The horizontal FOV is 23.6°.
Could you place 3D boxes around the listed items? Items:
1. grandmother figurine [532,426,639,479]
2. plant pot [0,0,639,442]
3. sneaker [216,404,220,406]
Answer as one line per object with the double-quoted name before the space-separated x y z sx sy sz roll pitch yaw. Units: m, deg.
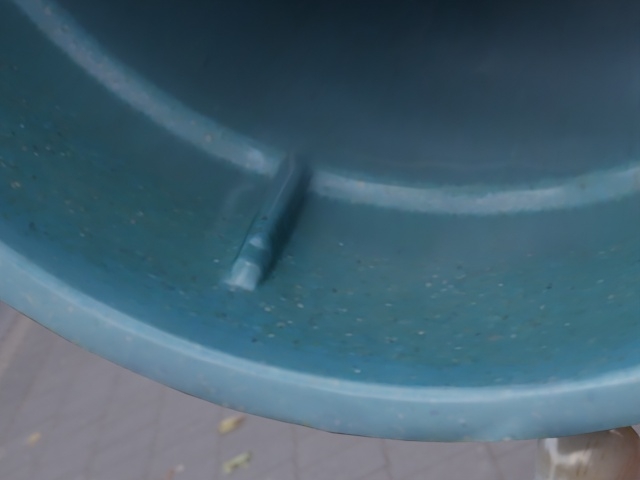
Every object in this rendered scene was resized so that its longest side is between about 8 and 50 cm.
"grandmother figurine" 0.116 0.129 0.369 0.342 0.208 0.104 -44 -26 4
"plant pot" 0.045 -0.179 0.432 0.341 0.341 0.334 -20 21 22
"sneaker" 0.018 0.024 0.684 0.103 0.111 0.252 -16 12 26
